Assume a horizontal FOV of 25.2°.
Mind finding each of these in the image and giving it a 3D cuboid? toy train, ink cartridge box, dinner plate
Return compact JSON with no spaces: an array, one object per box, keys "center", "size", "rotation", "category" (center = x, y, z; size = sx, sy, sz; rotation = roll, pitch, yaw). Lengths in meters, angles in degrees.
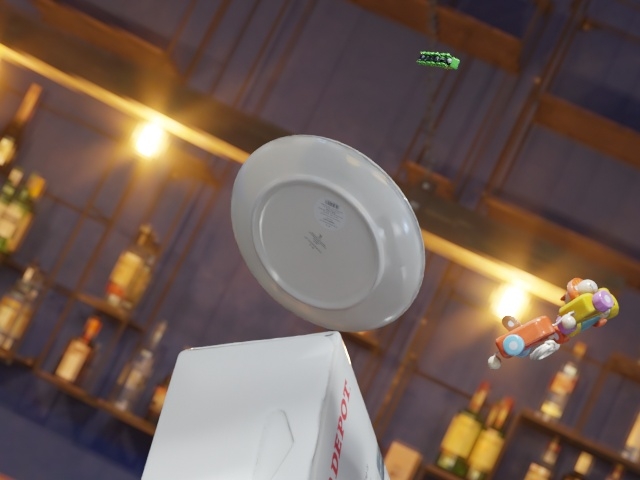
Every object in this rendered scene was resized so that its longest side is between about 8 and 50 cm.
[{"center":[0.215,0.073,1.336],"size":[0.046,0.125,0.166],"rotation":[63,15,13],"category":"toy train"},{"center":[-0.017,0.194,0.801],"size":[0.100,0.172,0.237],"rotation":[-7,-51,15],"category":"ink cartridge box"},{"center":[0.000,0.000,0.912],"size":[0.141,0.141,0.017],"rotation":[23,36,18],"category":"dinner plate"},{"center":[0.147,-0.223,1.780],"size":[0.023,0.017,0.083],"rotation":[21,0,-24],"category":"toy train"}]
